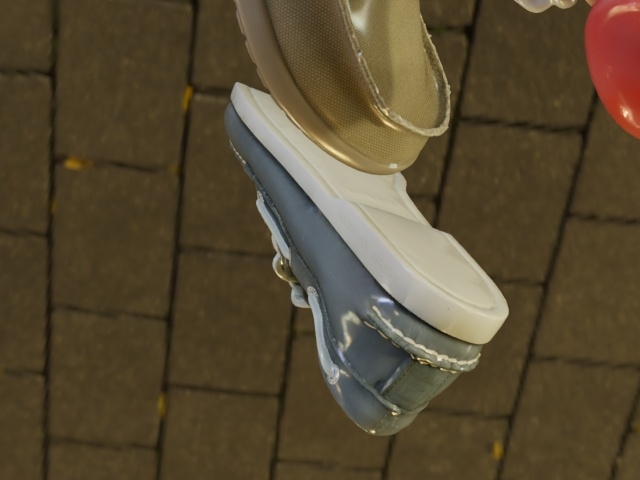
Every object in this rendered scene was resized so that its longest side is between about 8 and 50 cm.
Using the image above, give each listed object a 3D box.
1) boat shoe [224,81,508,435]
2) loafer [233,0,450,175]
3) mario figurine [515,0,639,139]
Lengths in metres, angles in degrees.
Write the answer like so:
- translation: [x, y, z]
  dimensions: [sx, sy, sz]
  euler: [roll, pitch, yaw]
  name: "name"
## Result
- translation: [0.000, 0.000, 1.018]
  dimensions: [0.116, 0.319, 0.099]
  euler: [21, 107, -31]
  name: "boat shoe"
- translation: [0.006, -0.145, 0.753]
  dimensions: [0.092, 0.102, 0.268]
  euler: [-11, 124, 25]
  name: "loafer"
- translation: [0.236, -0.214, 1.063]
  dimensions: [0.170, 0.198, 0.321]
  euler: [12, 87, -34]
  name: "mario figurine"
